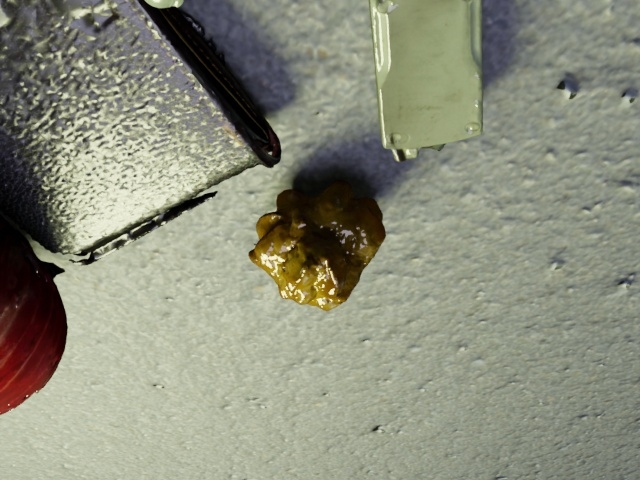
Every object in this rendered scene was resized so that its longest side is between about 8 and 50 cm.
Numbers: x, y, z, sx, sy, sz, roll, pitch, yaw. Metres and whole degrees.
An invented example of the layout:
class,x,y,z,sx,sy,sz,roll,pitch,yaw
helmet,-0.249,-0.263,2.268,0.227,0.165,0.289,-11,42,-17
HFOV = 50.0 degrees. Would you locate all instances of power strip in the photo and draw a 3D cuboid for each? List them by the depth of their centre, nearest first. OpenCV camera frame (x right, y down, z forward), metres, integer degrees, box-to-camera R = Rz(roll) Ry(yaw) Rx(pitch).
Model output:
class,x,y,z,sx,sy,sz,roll,pitch,yaw
power strip,0.068,-0.177,0.462,0.080,0.048,0.286,-9,137,4

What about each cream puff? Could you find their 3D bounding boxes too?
class,x,y,z,sx,sy,sz,roll,pitch,yaw
cream puff,0.000,0.000,0.605,0.122,0.116,0.094,-6,152,-17

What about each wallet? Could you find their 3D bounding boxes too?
class,x,y,z,sx,sy,sz,roll,pitch,yaw
wallet,-0.189,-0.106,0.521,0.220,0.071,0.262,-23,126,23

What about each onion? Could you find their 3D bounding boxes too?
class,x,y,z,sx,sy,sz,roll,pitch,yaw
onion,-0.340,0.062,0.565,0.252,0.219,0.252,25,146,18

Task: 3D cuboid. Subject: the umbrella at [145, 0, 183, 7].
class,x,y,z,sx,sy,sz,roll,pitch,yaw
umbrella,-0.097,-0.211,0.412,0.067,0.062,0.144,26,131,23
